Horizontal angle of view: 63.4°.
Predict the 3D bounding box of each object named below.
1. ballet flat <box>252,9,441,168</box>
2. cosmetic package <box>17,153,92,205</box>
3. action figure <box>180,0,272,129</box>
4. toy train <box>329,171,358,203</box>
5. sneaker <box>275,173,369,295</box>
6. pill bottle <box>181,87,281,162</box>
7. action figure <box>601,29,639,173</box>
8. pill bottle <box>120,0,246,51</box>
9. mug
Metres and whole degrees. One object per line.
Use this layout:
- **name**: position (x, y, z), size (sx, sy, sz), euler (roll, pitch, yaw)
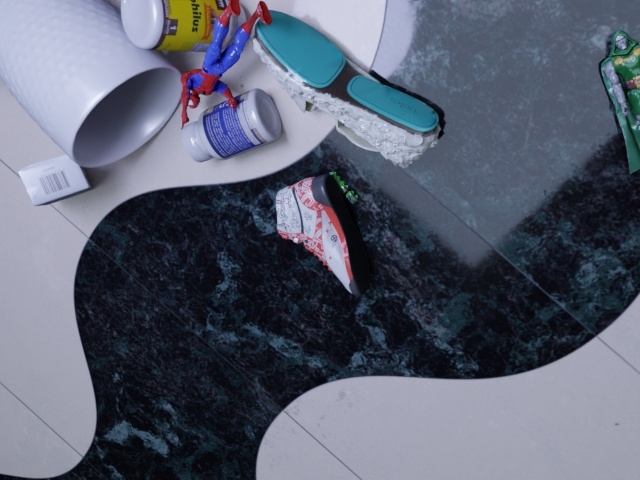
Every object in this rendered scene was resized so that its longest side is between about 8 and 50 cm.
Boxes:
- **ballet flat**: position (0.030, -0.268, 0.979), size (0.409, 0.147, 0.147), euler (35, 115, 5)
- **cosmetic package**: position (-0.584, -0.133, 1.156), size (0.117, 0.231, 0.085), euler (-23, 104, -20)
- **action figure**: position (-0.187, -0.299, 0.952), size (0.280, 0.091, 0.139), euler (-30, 63, 50)
- **toy train**: position (0.047, -0.110, 1.077), size (0.083, 0.024, 0.017), euler (46, 115, -1)
- **sneaker**: position (0.000, -0.001, 1.098), size (0.145, 0.090, 0.270), euler (-12, 108, 31)
- **pill bottle**: position (-0.186, -0.228, 1.065), size (0.187, 0.112, 0.112), euler (-16, 102, 22)
- **action figure**: position (0.537, -0.239, 0.856), size (0.137, 0.063, 0.232), euler (-27, 94, 27)
- **pill bottle**: position (-0.245, -0.412, 0.960), size (0.117, 0.215, 0.117), euler (15, 113, 38)
- **mug**: position (-0.454, -0.390, 1.039), size (0.374, 0.276, 0.328), euler (-44, 88, -6)
